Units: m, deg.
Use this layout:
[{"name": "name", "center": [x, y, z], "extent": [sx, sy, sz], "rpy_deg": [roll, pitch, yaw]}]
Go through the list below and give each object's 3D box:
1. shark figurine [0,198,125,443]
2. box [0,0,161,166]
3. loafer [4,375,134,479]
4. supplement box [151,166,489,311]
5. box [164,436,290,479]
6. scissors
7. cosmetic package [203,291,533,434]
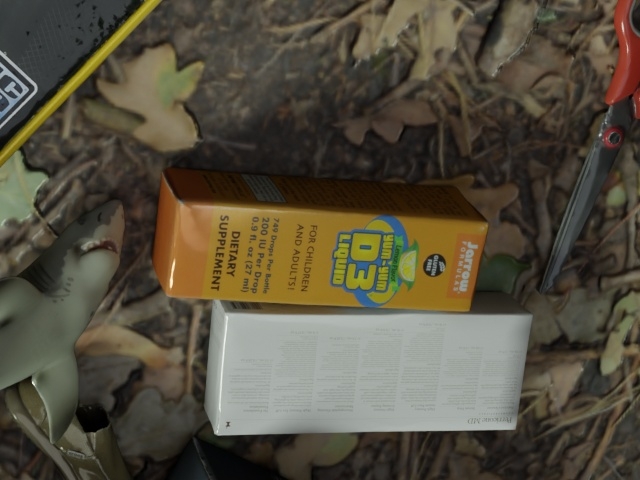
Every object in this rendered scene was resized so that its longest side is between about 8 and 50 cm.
[{"name": "shark figurine", "center": [-0.259, 0.062, 0.927], "extent": [0.278, 0.116, 0.166], "rpy_deg": [-14, 117, -49]}, {"name": "box", "center": [-0.273, -0.208, 0.865], "extent": [0.257, 0.079, 0.322], "rpy_deg": [-44, 113, 3]}, {"name": "loafer", "center": [-0.170, 0.153, 1.022], "extent": [0.050, 0.056, 0.148], "rpy_deg": [-37, 113, 5]}, {"name": "supplement box", "center": [0.000, 0.000, 1.009], "extent": [0.233, 0.080, 0.078], "rpy_deg": [2, 109, -19]}, {"name": "box", "center": [-0.043, 0.269, 1.063], "extent": [0.207, 0.108, 0.153], "rpy_deg": [30, 97, -24]}, {"name": "scissors", "center": [0.224, -0.102, 1.072], "extent": [0.109, 0.021, 0.297], "rpy_deg": [33, 97, -25]}, {"name": "cosmetic package", "center": [0.035, 0.091, 1.057], "extent": [0.239, 0.060, 0.099], "rpy_deg": [2, 105, -16]}]
